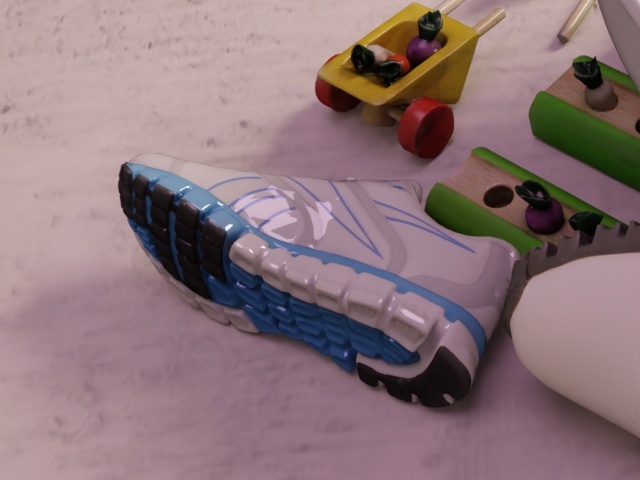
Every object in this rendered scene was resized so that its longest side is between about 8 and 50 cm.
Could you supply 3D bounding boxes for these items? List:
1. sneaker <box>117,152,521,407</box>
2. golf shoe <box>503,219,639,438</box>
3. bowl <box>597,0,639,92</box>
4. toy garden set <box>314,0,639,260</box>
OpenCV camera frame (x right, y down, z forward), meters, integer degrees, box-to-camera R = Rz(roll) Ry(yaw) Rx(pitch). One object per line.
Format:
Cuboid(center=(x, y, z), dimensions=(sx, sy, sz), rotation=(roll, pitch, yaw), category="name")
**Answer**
Cuboid(center=(0.000, 0.000, 0.674), dimensions=(0.191, 0.071, 0.083), rotation=(25, 56, 25), category="sneaker")
Cuboid(center=(0.165, 0.077, 0.518), dimensions=(0.273, 0.105, 0.120), rotation=(20, 67, 33), category="golf shoe")
Cuboid(center=(0.225, -0.102, 0.597), dimensions=(0.298, 0.134, 0.297), rotation=(2, 63, -4), category="bowl")
Cuboid(center=(0.132, -0.096, 0.713), dimensions=(0.244, 0.049, 0.204), rotation=(-42, 50, -18), category="toy garden set")
